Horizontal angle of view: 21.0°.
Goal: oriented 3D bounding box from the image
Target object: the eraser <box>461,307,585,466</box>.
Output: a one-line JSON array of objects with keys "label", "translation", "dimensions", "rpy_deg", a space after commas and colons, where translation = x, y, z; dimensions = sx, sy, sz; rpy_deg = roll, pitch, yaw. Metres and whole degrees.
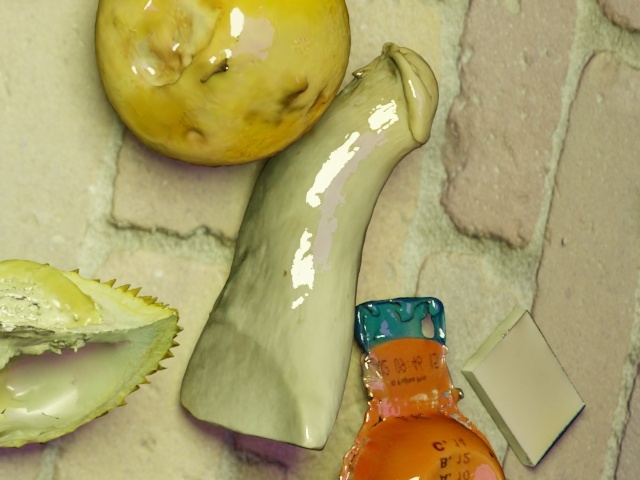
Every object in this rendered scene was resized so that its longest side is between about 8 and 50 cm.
[{"label": "eraser", "translation": [0.225, 0.163, 1.910], "dimensions": [0.104, 0.023, 0.150], "rpy_deg": [-46, 117, -24]}]

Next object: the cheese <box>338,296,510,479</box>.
[{"label": "cheese", "translation": [0.100, 0.221, 1.766], "dimensions": [0.216, 0.129, 0.329], "rpy_deg": [-6, 85, -32]}]

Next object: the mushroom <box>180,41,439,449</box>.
[{"label": "mushroom", "translation": [0.000, -0.001, 1.649], "dimensions": [0.126, 0.177, 0.397], "rpy_deg": [25, 77, -45]}]

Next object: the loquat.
[{"label": "loquat", "translation": [-0.086, -0.182, 1.549], "dimensions": [0.243, 0.244, 0.244], "rpy_deg": [-3, 96, -35]}]

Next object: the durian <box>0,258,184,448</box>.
[{"label": "durian", "translation": [-0.283, 0.095, 1.457], "dimensions": [0.306, 0.166, 0.172], "rpy_deg": [11, 85, -26]}]
